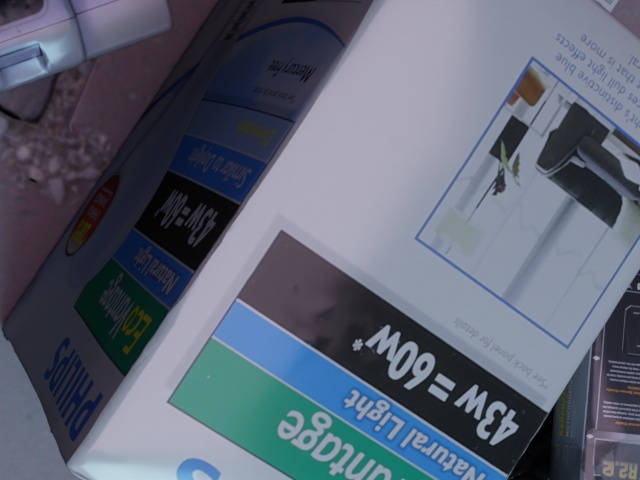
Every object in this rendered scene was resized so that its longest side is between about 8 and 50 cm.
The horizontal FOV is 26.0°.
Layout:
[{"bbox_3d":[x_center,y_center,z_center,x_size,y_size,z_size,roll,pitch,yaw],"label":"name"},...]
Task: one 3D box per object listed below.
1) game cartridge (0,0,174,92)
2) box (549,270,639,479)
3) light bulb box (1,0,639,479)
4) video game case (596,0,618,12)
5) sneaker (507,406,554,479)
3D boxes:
[{"bbox_3d":[-0.282,-0.104,0.834,0.355,0.230,0.068,-22,106,-15],"label":"game cartridge"},{"bbox_3d":[0.297,0.116,1.065,0.231,0.056,0.183,7,83,-14],"label":"box"},{"bbox_3d":[0.000,0.000,0.885,0.225,0.358,0.361,35,86,-20],"label":"light bulb box"},{"bbox_3d":[0.148,-0.191,1.085,0.157,0.019,0.143,35,87,-22],"label":"video game case"},{"bbox_3d":[0.272,0.162,1.165,0.283,0.107,0.124,-33,132,-15],"label":"sneaker"}]
